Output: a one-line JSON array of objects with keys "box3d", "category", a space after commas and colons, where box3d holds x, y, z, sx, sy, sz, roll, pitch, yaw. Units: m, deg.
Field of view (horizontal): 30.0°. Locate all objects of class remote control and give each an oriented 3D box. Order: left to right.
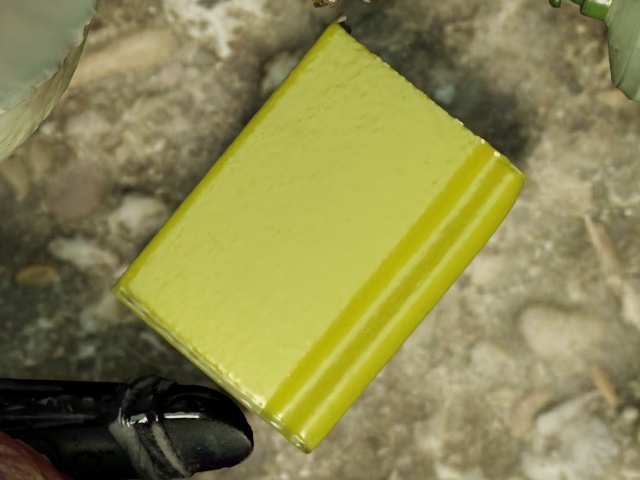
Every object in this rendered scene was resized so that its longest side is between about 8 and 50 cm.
[{"box3d": [-0.172, 0.112, 0.729, 0.266, 0.090, 0.066, -4, 59, 5], "category": "remote control"}]

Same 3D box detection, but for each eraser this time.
[{"box3d": [0.000, 0.000, 0.733, 0.158, 0.069, 0.226, 40, 90, -1], "category": "eraser"}]

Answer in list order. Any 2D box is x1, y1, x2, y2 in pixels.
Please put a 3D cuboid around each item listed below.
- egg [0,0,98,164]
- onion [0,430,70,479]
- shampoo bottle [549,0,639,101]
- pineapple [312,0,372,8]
[{"box3d": [-0.291, -0.115, 0.674, 0.337, 0.201, 0.337, 11, 50, -14], "category": "egg"}, {"box3d": [-0.236, 0.277, 0.586, 0.358, 0.358, 0.345, -31, 52, 0], "category": "onion"}, {"box3d": [0.252, -0.127, 0.722, 0.234, 0.087, 0.118, 16, 88, 2], "category": "shampoo bottle"}, {"box3d": [0.008, -0.230, 0.707, 0.176, 0.137, 0.161, 36, 90, 1], "category": "pineapple"}]
